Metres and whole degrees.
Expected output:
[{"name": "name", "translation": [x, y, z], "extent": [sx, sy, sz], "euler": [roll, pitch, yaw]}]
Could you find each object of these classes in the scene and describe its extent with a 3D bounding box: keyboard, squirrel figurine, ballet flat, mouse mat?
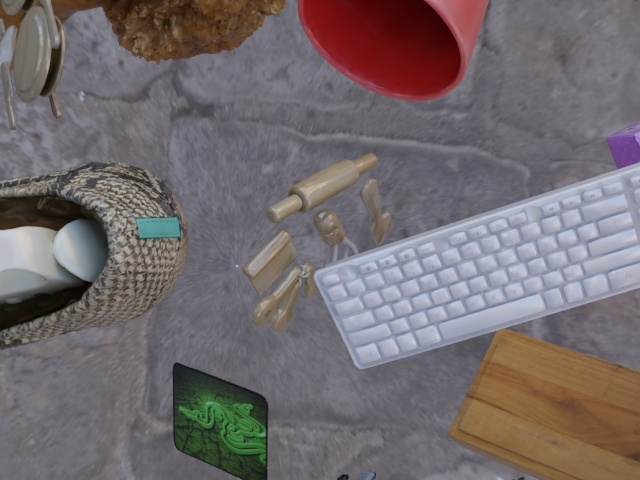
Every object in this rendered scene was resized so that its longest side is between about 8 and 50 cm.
[{"name": "keyboard", "translation": [0.127, 0.007, 0.559], "extent": [0.256, 0.014, 0.072], "euler": [-18, 113, 13]}, {"name": "squirrel figurine", "translation": [-0.240, -0.320, 1.191], "extent": [0.397, 0.281, 0.370], "euler": [34, 131, -26]}, {"name": "ballet flat", "translation": [-0.342, 0.032, 0.776], "extent": [0.483, 0.182, 0.164], "euler": [-12, 87, 10]}, {"name": "mouse mat", "translation": [-0.151, 0.272, 1.541], "extent": [0.190, 0.007, 0.152], "euler": [14, 112, 33]}]

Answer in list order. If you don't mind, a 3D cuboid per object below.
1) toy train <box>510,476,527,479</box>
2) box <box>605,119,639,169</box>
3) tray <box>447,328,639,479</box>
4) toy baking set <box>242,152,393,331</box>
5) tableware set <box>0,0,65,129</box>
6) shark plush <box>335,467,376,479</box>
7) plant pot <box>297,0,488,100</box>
[{"name": "toy train", "translation": [0.236, 0.354, 1.429], "extent": [0.027, 0.158, 0.036], "euler": [46, 58, -3]}, {"name": "box", "translation": [0.454, -0.074, 1.058], "extent": [0.293, 0.057, 0.201], "euler": [-26, 99, -14]}, {"name": "tray", "translation": [0.410, 0.283, 1.592], "extent": [0.076, 0.411, 0.202], "euler": [40, 73, -44]}, {"name": "toy baking set", "translation": [0.000, -0.004, 1.119], "extent": [0.030, 0.196, 0.256], "euler": [36, 48, 23]}, {"name": "tableware set", "translation": [-0.266, -0.214, 0.981], "extent": [0.039, 0.128, 0.194], "euler": [4, 55, -35]}, {"name": "shark plush", "translation": [0.024, 0.312, 1.246], "extent": [0.161, 0.073, 0.067], "euler": [-8, 116, -41]}, {"name": "plant pot", "translation": [0.139, -0.383, 1.539], "extent": [0.275, 0.275, 0.243], "euler": [31, 67, -3]}]
